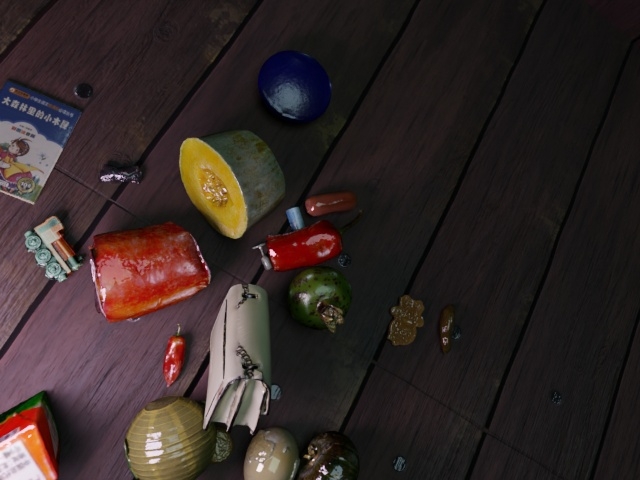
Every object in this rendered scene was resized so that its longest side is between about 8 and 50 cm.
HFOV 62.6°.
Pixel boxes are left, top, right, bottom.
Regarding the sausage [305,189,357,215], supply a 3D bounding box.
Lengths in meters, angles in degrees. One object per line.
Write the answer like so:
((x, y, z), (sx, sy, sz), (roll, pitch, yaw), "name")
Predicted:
((0.040, -0.130, 1.821), (0.194, 0.077, 0.077), (-10, 83, -20), "sausage")

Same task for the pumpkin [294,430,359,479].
((0.013, 0.682, 1.565), (0.159, 0.238, 0.238), (37, 70, -4), "pumpkin")

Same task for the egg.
((-0.147, 0.649, 1.549), (0.164, 0.164, 0.201), (29, 59, -12), "egg")

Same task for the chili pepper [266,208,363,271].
((0.001, 0.005, 1.684), (0.338, 0.131, 0.134), (-16, 96, -4), "chili pepper")

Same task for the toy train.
((-0.758, 0.029, 1.503), (0.118, 0.074, 0.176), (-38, 91, -26), "toy train")

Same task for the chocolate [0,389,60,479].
((-0.805, 0.544, 1.245), (0.360, 0.341, 0.161), (-30, 100, -23), "chocolate")

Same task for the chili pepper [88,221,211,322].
((-0.506, 0.081, 1.525), (0.305, 0.229, 0.251), (-17, 83, -32), "chili pepper")

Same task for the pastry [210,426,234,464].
((-0.307, 0.608, 1.556), (0.097, 0.057, 0.109), (27, 70, -11), "pastry")

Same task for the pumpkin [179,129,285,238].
((-0.262, -0.188, 1.606), (0.199, 0.332, 0.332), (-35, 93, -36), "pumpkin")

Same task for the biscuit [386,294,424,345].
((0.303, 0.285, 1.856), (0.133, 0.027, 0.184), (13, 77, -18), "biscuit")

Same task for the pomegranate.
((0.005, 0.189, 1.654), (0.211, 0.263, 0.211), (-4, 107, -15), "pomegranate")

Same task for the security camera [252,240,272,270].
((-0.181, 0.053, 1.716), (0.058, 0.058, 0.092), (-26, 95, -22), "security camera")

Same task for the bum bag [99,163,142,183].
((-0.613, -0.205, 1.620), (0.124, 0.034, 0.058), (-1, 94, -20), "bum bag")

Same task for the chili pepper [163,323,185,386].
((-0.433, 0.341, 1.568), (0.059, 0.050, 0.191), (11, 88, -20), "chili pepper")

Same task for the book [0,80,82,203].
((-0.883, -0.292, 1.549), (0.228, 0.018, 0.322), (22, 73, -15), "book")

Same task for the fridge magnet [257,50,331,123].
((-0.089, -0.531, 1.831), (0.265, 0.112, 0.265), (4, 78, -18), "fridge magnet")

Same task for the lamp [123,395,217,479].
((-0.395, 0.569, 1.435), (0.250, 0.250, 0.284), (-17, 95, -22), "lamp")

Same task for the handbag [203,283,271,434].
((-0.217, 0.321, 1.464), (0.160, 0.237, 0.358), (10, 34, -15), "handbag")

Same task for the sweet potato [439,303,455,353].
((0.453, 0.315, 1.892), (0.053, 0.054, 0.182), (12, 78, -8), "sweet potato")

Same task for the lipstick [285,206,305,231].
((-0.071, -0.032, 1.774), (0.048, 0.048, 0.158), (-16, 86, -22), "lipstick")
